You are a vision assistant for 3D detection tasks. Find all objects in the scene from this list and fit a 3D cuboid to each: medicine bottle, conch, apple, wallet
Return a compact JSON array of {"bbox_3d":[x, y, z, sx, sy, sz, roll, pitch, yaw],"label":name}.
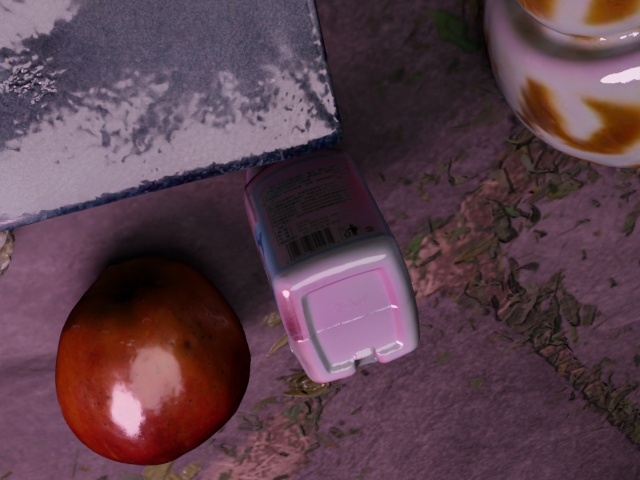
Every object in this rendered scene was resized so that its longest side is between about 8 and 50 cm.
[{"bbox_3d":[0.000,0.000,0.680,0.095,0.188,0.119,-20,131,-2],"label":"medicine bottle"},{"bbox_3d":[0.212,-0.175,0.611,0.250,0.197,0.368,-21,128,26],"label":"conch"},{"bbox_3d":[-0.143,0.101,0.748,0.156,0.147,0.158,-6,132,14],"label":"apple"},{"bbox_3d":[-0.179,-0.105,0.585,0.379,0.046,0.190,-16,108,-7],"label":"wallet"}]

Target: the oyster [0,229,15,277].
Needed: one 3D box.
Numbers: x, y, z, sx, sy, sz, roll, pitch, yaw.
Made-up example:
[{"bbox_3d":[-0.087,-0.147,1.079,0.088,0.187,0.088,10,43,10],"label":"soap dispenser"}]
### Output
[{"bbox_3d":[-0.279,-0.028,0.652,0.125,0.064,0.177,-32,129,14],"label":"oyster"}]
